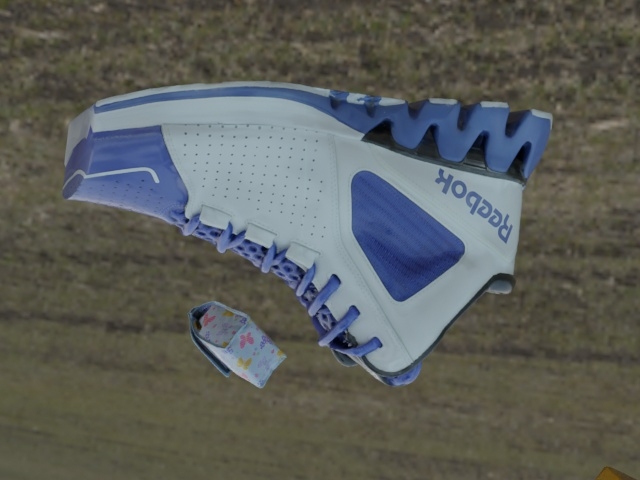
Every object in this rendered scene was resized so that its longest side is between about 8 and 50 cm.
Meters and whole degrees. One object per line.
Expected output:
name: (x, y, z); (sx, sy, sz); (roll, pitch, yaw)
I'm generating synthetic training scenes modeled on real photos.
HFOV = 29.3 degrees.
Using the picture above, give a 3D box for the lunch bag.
lunch bag: (-0.087, 0.100, 1.190); (0.083, 0.053, 0.071); (22, 158, 49)

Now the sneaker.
sneaker: (0.001, 0.000, 0.768); (0.315, 0.182, 0.127); (1, 179, -17)

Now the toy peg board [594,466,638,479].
toy peg board: (0.116, 0.121, 0.351); (0.079, 0.161, 0.161); (27, -173, -26)
